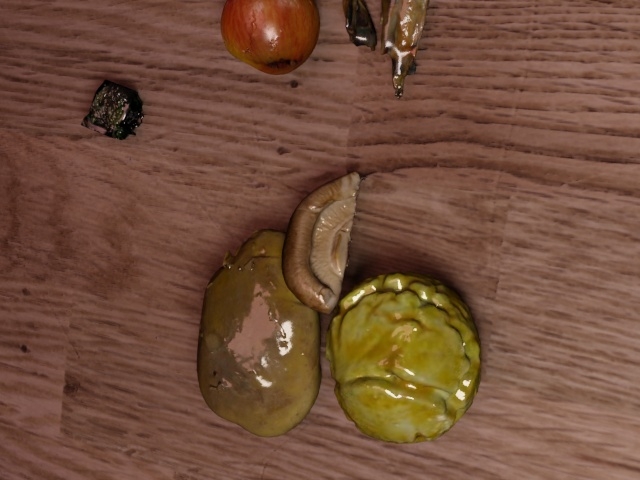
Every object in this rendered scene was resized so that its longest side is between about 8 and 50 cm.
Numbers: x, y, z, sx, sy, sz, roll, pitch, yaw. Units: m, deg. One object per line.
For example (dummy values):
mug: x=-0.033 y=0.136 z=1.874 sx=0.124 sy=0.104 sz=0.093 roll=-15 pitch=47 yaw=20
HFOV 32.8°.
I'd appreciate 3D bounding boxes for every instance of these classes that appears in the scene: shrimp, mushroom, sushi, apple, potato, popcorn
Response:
shrimp: x=0.082 y=-0.326 z=1.477 sx=0.145 sy=0.059 sz=0.254 roll=14 pitch=98 yaw=33
mushroom: x=0.000 y=0.000 z=1.479 sx=0.072 sy=0.094 sz=0.209 roll=139 pitch=144 yaw=-63
sushi: x=-0.322 y=-0.205 z=1.732 sx=0.085 sy=0.056 sz=0.083 roll=23 pitch=96 yaw=30
apple: x=-0.071 y=-0.296 z=1.520 sx=0.147 sy=0.146 sz=0.146 roll=1 pitch=91 yaw=32
potato: x=-0.087 y=0.130 z=1.544 sx=0.192 sy=0.141 sz=0.296 roll=7 pitch=92 yaw=28
popcorn: x=0.109 y=0.150 z=1.401 sx=0.204 sy=0.184 sz=0.221 roll=-1 pitch=89 yaw=26
